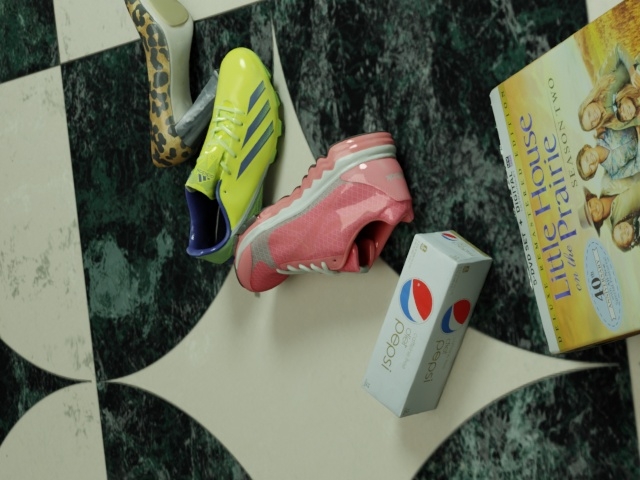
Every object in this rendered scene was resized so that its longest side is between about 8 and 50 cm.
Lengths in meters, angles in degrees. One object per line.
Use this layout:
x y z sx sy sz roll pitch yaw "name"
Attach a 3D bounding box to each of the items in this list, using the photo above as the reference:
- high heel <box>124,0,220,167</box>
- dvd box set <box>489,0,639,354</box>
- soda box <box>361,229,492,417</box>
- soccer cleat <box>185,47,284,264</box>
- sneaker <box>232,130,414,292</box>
-0.241 -0.237 2.062 0.261 0.093 0.186 51 122 19 "high heel"
0.311 -0.068 1.419 0.420 0.062 0.308 150 110 -67 "dvd box set"
0.125 0.099 1.738 0.074 0.069 0.216 37 121 37 "soda box"
-0.122 -0.108 1.934 0.093 0.121 0.289 17 107 43 "soccer cleat"
0.000 0.000 1.825 0.314 0.116 0.136 -44 65 40 "sneaker"
